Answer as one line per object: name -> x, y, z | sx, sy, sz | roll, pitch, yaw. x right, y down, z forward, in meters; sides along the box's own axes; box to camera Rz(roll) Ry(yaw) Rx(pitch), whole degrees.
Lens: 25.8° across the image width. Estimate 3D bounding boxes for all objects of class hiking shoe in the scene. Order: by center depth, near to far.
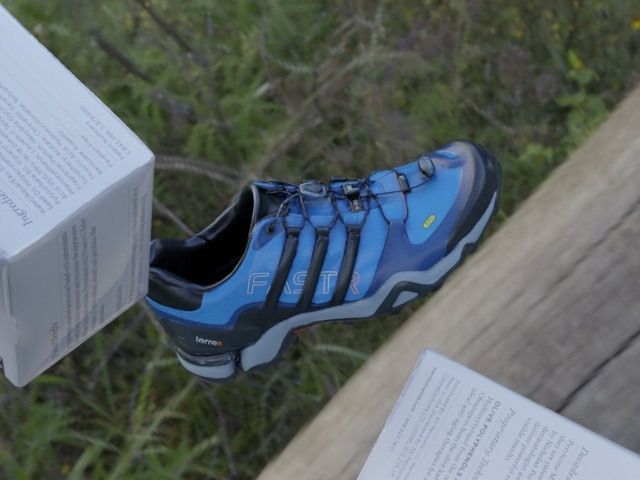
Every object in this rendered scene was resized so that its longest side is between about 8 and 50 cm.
hiking shoe -> 0.000, 0.000, 1.091 | 0.304, 0.132, 0.113 | -31, 40, 4

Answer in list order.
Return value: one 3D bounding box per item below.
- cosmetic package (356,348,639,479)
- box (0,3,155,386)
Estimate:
cosmetic package -> 0.225, 0.241, 1.058 | 0.366, 0.197, 0.155 | 25, 86, 29
box -> -0.210, -0.032, 0.911 | 0.119, 0.181, 0.182 | -38, 72, -26
